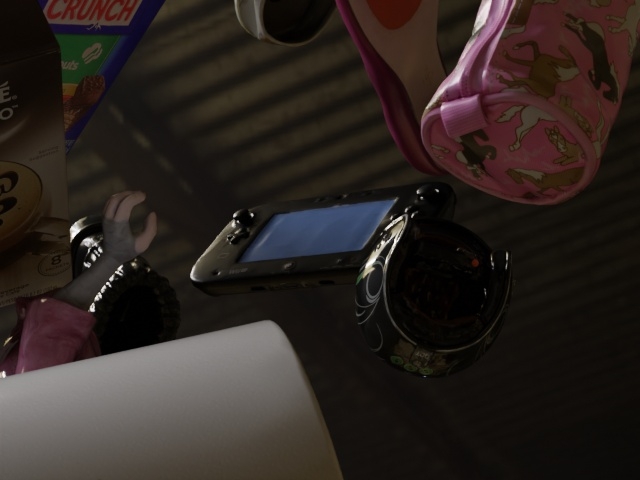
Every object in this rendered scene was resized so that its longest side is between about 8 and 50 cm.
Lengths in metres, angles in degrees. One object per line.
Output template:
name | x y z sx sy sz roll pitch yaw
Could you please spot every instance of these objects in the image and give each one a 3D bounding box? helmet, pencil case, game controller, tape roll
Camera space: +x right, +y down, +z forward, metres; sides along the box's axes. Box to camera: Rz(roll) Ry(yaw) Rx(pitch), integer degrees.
helmet | 0.112 0.054 1.449 0.169 0.169 0.161 -9 -8 -7
pencil case | 0.214 -0.219 1.295 0.167 0.386 0.160 21 -27 -3
game controller | 0.000 0.000 1.659 0.319 0.067 0.166 -7 23 35
tape roll | -0.078 0.172 0.674 0.169 0.246 0.246 -12 -28 -11

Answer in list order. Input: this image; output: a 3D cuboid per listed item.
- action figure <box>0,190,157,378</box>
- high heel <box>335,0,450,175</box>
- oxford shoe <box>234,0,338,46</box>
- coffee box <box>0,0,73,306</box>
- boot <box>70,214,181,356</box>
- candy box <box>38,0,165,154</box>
action figure | -0.195 0.135 1.039 0.276 0.248 0.370 -31 6 -16
high heel | 0.071 -0.222 1.682 0.181 0.127 0.377 10 -43 55
oxford shoe | -0.012 -0.450 1.921 0.169 0.130 0.449 -5 -52 -26
coffee box | -0.298 -0.068 1.155 0.168 0.119 0.297 -18 -34 -19
boot | -0.269 0.157 1.915 0.131 0.260 0.347 -11 -65 -19
candy box | -0.356 -0.263 1.810 0.317 0.122 0.268 -54 -23 20
